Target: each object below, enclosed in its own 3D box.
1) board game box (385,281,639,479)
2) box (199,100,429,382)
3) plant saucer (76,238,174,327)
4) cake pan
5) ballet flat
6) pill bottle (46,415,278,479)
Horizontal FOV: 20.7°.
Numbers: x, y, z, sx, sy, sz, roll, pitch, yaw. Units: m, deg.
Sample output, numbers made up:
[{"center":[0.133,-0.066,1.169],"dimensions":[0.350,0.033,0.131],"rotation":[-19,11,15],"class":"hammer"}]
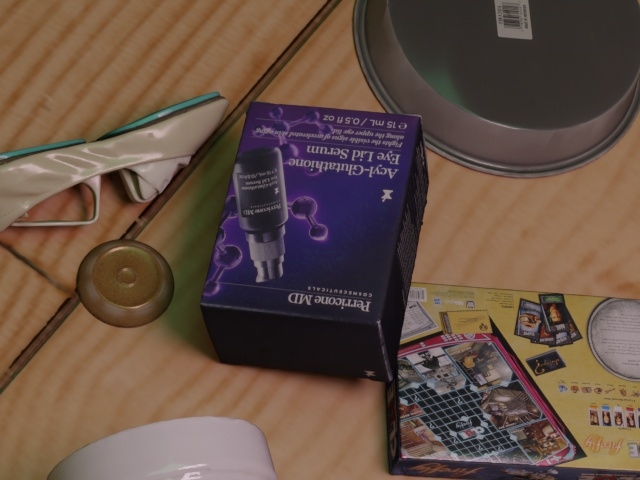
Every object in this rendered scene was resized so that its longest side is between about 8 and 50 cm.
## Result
[{"center":[0.177,0.124,1.505],"dimensions":[0.243,0.042,0.165],"rotation":[5,63,-11],"class":"board game box"},{"center":[0.000,0.000,1.467],"dimensions":[0.153,0.108,0.207],"rotation":[5,60,11],"class":"box"},{"center":[-0.164,0.033,1.487],"dimensions":[0.083,0.015,0.083],"rotation":[5,63,-10],"class":"plant saucer"},{"center":[0.179,-0.199,1.662],"dimensions":[0.293,0.054,0.293],"rotation":[5,63,-10],"class":"cake pan"},{"center":[-0.186,-0.059,1.502],"dimensions":[0.248,0.086,0.086],"rotation":[-17,69,-19],"class":"ballet flat"},{"center":[-0.080,0.323,1.247],"dimensions":[0.210,0.210,0.363],"rotation":[-7,63,-16],"class":"pill bottle"}]
